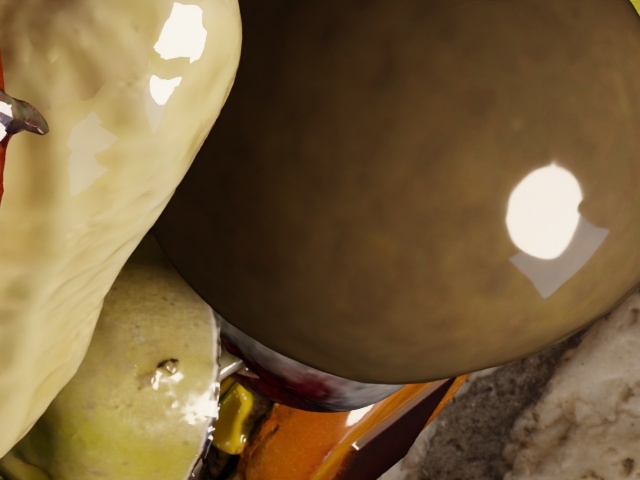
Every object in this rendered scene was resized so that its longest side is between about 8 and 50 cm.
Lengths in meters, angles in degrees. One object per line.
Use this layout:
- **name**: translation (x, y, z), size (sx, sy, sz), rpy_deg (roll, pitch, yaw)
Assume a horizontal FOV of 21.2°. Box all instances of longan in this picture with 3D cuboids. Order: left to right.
- **longan**: translation (0.048, -0.056, 0.912), size (0.297, 0.297, 0.297), rpy_deg (-50, 171, -11)

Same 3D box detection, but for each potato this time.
- **potato**: translation (-0.154, 0.082, 1.009), size (0.117, 0.182, 0.202), rpy_deg (6, 154, -36)

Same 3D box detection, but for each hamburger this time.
- **hamburger**: translation (-0.017, 0.094, 1.421), size (0.291, 0.225, 0.291), rpy_deg (-43, 165, -14)

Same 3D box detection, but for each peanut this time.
- **peanut**: translation (-0.137, -0.015, 0.625), size (0.152, 0.152, 0.313), rpy_deg (-42, 170, -50)

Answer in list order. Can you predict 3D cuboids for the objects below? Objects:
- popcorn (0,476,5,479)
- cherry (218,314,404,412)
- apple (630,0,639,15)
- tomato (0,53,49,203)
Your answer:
- **popcorn**: translation (-0.198, 0.287, 1.238), size (0.237, 0.293, 0.293), rpy_deg (-48, 173, 16)
- **cherry**: translation (0.000, 0.000, 1.171), size (0.296, 0.218, 0.255), rpy_deg (-59, 176, -13)
- **apple**: translation (0.222, -0.143, 1.363), size (0.339, 0.339, 0.339), rpy_deg (-50, 171, -11)
- **tomato**: translation (-0.158, -0.036, 0.431), size (0.167, 0.167, 0.167), rpy_deg (-50, 171, -11)
